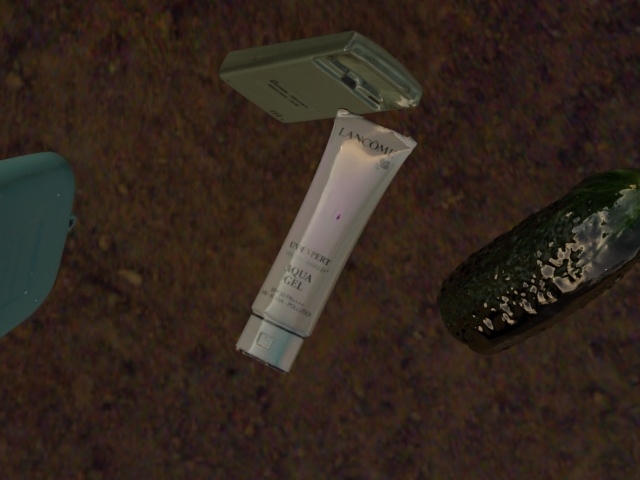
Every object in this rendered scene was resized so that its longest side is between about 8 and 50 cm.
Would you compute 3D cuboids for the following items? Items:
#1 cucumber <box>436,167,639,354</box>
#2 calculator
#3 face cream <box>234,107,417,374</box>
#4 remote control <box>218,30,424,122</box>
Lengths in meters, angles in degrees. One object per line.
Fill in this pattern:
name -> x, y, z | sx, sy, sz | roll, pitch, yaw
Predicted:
cucumber -> 0.153, 0.016, 0.820 | 0.074, 0.074, 0.241 | 10, 159, -15
calculator -> -0.368, 0.050, 1.158 | 0.054, 0.386, 0.256 | 37, 131, 18
face cream -> 0.000, 0.000, 0.526 | 0.038, 0.020, 0.115 | 25, 83, 16
remote control -> -0.002, -0.188, 1.443 | 0.123, 0.285, 0.038 | 34, 72, -28
